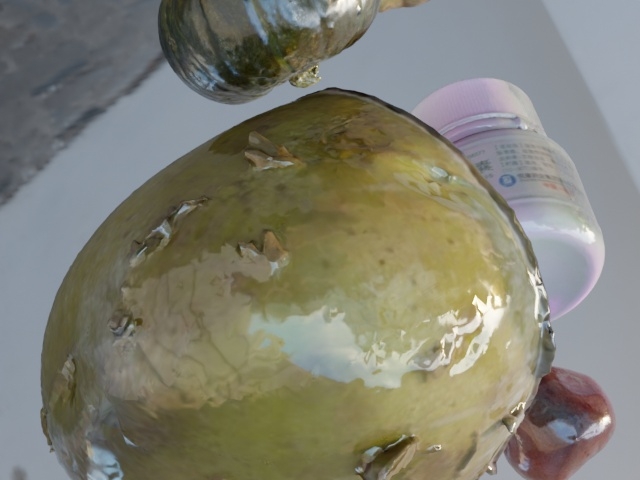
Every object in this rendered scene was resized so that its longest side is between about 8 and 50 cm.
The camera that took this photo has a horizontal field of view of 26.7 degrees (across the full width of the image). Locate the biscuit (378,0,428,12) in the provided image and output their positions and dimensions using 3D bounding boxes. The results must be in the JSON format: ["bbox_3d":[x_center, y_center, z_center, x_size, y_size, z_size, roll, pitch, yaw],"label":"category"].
[{"bbox_3d":[0.111,-0.444,2.038,0.296,0.102,0.296,-11,164,-3],"label":"biscuit"}]

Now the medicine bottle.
[{"bbox_3d":[0.236,-0.052,1.841,0.241,0.302,0.241,-7,138,-6],"label":"medicine bottle"}]

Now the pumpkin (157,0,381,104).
[{"bbox_3d":[-0.046,-0.215,1.272,0.224,0.157,0.223,-27,-169,5],"label":"pumpkin"}]

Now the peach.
[{"bbox_3d":[0.290,0.231,1.662,0.152,0.152,0.152,-20,159,-8],"label":"peach"}]

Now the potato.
[{"bbox_3d":[-0.061,0.114,1.149,0.319,0.385,0.442,-26,161,-43],"label":"potato"}]
